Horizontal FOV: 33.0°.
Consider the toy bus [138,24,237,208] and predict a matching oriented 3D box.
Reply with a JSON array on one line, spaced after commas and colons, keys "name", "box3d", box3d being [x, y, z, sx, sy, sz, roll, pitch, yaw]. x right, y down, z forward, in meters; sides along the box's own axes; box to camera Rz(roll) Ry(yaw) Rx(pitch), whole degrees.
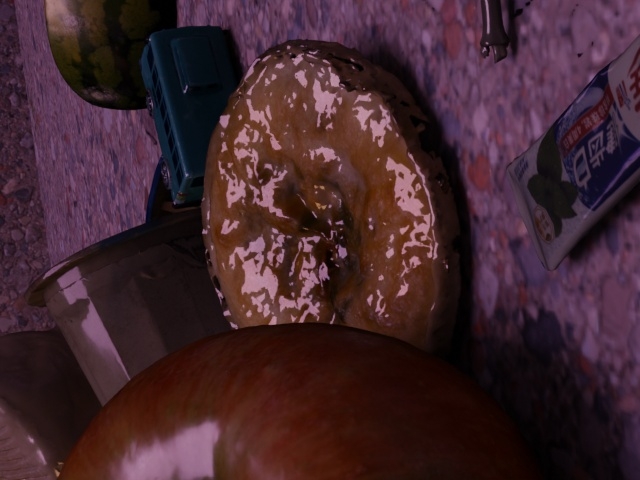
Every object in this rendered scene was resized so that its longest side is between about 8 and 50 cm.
[{"name": "toy bus", "box3d": [-0.114, -0.120, 1.004, 0.092, 0.079, 0.160, 127, 131, -64]}]

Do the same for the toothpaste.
[{"name": "toothpaste", "box3d": [0.128, -0.053, 0.433, 0.233, 0.038, 0.060, 120, 139, -64]}]

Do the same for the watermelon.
[{"name": "watermelon", "box3d": [-0.210, -0.265, 1.220, 0.128, 0.159, 0.303, 19, 125, 24]}]

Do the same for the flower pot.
[{"name": "flower pot", "box3d": [-0.148, 0.099, 1.056, 0.203, 0.212, 0.212, 63, 158, 5]}]

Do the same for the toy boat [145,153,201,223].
[{"name": "toy boat", "box3d": [-0.148, -0.023, 1.164, 0.046, 0.080, 0.229, -66, -16, -56]}]

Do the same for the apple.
[{"name": "apple", "box3d": [0.000, 0.186, 0.580, 0.309, 0.250, 0.277, 24, 86, 46]}]

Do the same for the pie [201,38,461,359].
[{"name": "pie", "box3d": [0.000, 0.000, 0.726, 0.274, 0.055, 0.274, 24, 121, 49]}]

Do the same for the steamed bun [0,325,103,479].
[{"name": "steamed bun", "box3d": [-0.361, 0.276, 1.592, 0.342, 0.255, 0.368, -20, 108, 52]}]

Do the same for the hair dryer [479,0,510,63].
[{"name": "hair dryer", "box3d": [0.070, -0.184, 0.528, 0.100, 0.057, 0.198, -149, 47, -67]}]
